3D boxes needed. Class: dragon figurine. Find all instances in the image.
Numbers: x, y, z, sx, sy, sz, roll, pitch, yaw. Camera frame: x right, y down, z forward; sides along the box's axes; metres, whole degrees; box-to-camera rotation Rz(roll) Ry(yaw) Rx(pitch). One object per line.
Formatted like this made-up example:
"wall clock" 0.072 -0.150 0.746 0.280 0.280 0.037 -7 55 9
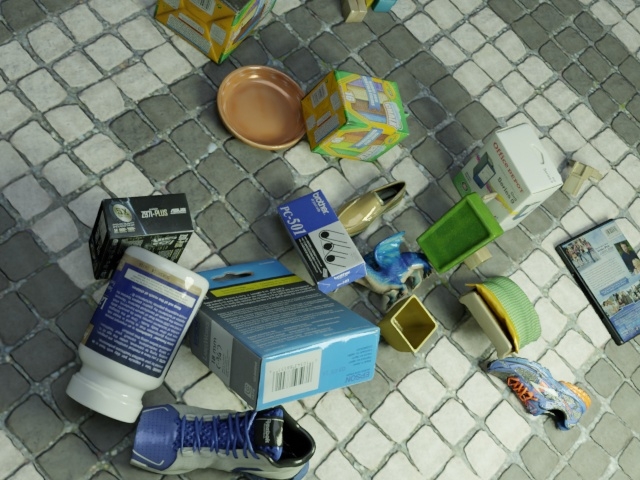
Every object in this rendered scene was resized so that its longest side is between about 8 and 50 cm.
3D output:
"dragon figurine" 0.142 0.039 1.896 0.289 0.085 0.144 -33 80 -29

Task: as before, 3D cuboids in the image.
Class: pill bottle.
"pill bottle" -0.305 0.155 1.587 0.153 0.153 0.264 26 83 -7

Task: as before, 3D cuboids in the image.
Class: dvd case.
"dvd case" 0.645 0.087 2.105 0.180 0.022 0.253 -23 75 -28

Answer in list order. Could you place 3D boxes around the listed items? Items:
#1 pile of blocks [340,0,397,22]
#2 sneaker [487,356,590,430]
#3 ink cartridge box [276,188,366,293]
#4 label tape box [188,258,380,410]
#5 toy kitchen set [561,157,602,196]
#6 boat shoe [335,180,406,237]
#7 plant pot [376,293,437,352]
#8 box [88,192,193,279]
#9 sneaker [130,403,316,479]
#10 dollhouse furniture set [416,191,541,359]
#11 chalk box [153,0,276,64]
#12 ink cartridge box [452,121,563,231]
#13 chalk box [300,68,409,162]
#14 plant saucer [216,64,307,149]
"pile of blocks" 0.169 -0.638 2.228 0.149 0.112 0.362 32 58 -4
"sneaker" 0.424 0.297 1.884 0.221 0.083 0.087 28 67 -2
"ink cartridge box" 0.000 0.000 1.828 0.097 0.046 0.207 -24 52 -9
"label tape box" -0.093 0.154 1.688 0.241 0.105 0.334 -9 25 -34
"toy kitchen set" 0.584 -0.141 2.195 0.068 0.075 0.083 32 10 39
"boat shoe" 0.099 -0.073 1.943 0.190 0.072 0.068 -37 82 -31
"plant pot" 0.156 0.164 1.837 0.081 0.083 0.081 -44 102 -32
"box" -0.317 -0.006 1.685 0.147 0.180 0.077 -6 67 -23
"sneaker" -0.143 0.320 1.590 0.316 0.182 0.127 12 60 -15
"dollhouse furniture set" 0.361 0.059 1.892 0.198 0.151 0.301 -17 71 -55
"chalk box" -0.184 -0.549 2.011 0.180 0.179 0.289 37 57 0
"ink cartridge box" 0.385 -0.123 1.996 0.093 0.212 0.154 -20 74 -28
"chalk box" 0.088 -0.249 1.978 0.213 0.132 0.132 6 62 -35
"plant saucer" -0.119 -0.268 1.977 0.200 0.037 0.199 9 62 -16
